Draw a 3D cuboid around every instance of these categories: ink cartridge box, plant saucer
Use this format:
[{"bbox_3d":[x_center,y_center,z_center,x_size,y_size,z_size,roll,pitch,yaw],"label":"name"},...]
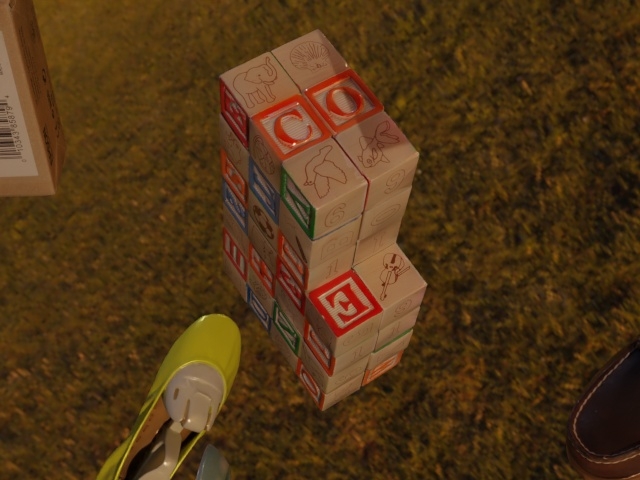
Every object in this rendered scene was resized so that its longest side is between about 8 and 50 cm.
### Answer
[{"bbox_3d":[-0.373,-0.154,0.988,0.193,0.234,0.088,-3,44,-1],"label":"ink cartridge box"},{"bbox_3d":[-0.186,0.490,1.594,0.044,0.317,0.317,9,47,0],"label":"plant saucer"}]

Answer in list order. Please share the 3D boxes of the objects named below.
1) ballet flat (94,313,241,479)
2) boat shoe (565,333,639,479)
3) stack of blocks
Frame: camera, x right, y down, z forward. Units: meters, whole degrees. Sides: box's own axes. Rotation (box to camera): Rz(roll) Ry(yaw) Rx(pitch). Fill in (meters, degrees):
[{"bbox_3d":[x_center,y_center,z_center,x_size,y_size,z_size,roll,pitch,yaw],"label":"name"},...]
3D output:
[{"bbox_3d":[-0.141,0.180,0.951,0.231,0.077,0.077,-57,23,4],"label":"ballet flat"},{"bbox_3d":[0.227,0.062,0.580,0.207,0.073,0.073,-36,54,-7],"label":"boat shoe"},{"bbox_3d":[0.000,0.000,0.794,0.087,0.297,0.171,-29,67,-18],"label":"stack of blocks"}]
